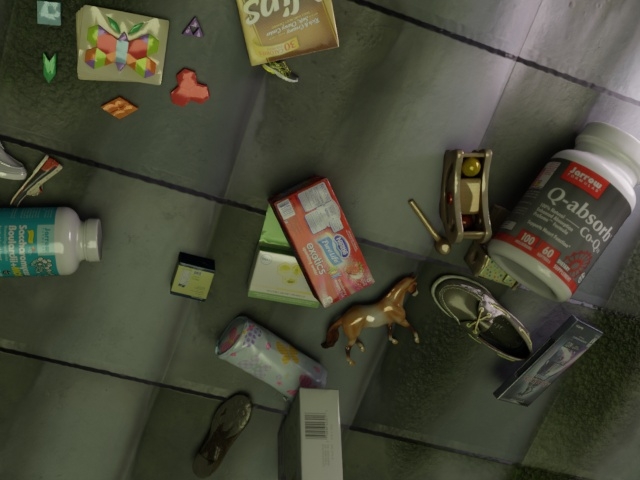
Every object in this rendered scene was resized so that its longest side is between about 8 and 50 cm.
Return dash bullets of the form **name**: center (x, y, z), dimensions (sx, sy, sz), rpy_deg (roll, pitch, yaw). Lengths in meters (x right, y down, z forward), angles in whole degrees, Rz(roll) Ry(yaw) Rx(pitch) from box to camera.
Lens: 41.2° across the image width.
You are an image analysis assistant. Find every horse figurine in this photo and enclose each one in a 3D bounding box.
- **horse figurine**: center (0.124, 0.197, 2.022), dimensions (0.263, 0.066, 0.174), rpy_deg (-17, 122, -3)

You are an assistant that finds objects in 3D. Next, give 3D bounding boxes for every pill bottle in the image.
- **pill bottle**: center (0.545, -0.065, 1.847), dimensions (0.210, 0.210, 0.363), rpy_deg (39, 84, -22)
- **pill bottle**: center (-0.596, 0.002, 1.780), dimensions (0.264, 0.146, 0.146), rpy_deg (-2, 115, -8)

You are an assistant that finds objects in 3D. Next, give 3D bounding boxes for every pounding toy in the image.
- **pounding toy**: center (0.286, -0.075, 1.871), dimensions (0.155, 0.154, 0.269), rpy_deg (-2, 114, -8)

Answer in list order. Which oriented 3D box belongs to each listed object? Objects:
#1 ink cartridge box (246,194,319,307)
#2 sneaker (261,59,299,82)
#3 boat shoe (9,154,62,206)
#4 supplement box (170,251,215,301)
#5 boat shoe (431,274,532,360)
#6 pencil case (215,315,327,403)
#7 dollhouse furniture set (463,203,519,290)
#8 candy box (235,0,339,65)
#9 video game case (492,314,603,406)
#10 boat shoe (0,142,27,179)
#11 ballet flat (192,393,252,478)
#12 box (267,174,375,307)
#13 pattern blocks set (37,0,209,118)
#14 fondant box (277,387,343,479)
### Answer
- **ink cartridge box**: center (-0.059, 0.028, 1.924), dimensions (0.171, 0.056, 0.235), rpy_deg (11, 114, -13)
- **sneaker**: center (-0.079, -0.354, 1.756), dimensions (0.083, 0.031, 0.035), rpy_deg (22, 109, -17)
- **boat shoe**: center (-0.597, -0.118, 1.781), dimensions (0.043, 0.049, 0.137), rpy_deg (38, 99, -24)
- **supplement box**: center (-0.288, 0.082, 1.912), dimensions (0.083, 0.056, 0.083), rpy_deg (15, 111, -15)
- **boat shoe**: center (0.394, 0.188, 2.043), dimensions (0.305, 0.091, 0.109), rpy_deg (35, 105, -21)
- **pencil case**: center (-0.113, 0.288, 2.003), dimensions (0.273, 0.113, 0.124), rpy_deg (37, 128, -22)
- **dollhouse furniture set**: center (0.458, 0.026, 1.972), dimensions (0.182, 0.101, 0.161), rpy_deg (19, 110, -16)
- **candy box**: center (-0.083, -0.517, 1.649), dimensions (0.183, 0.087, 0.316), rpy_deg (-13, 115, -3)
- **video game case**: center (0.566, 0.303, 2.106), dimensions (0.274, 0.026, 0.196), rpy_deg (-49, 144, 13)
- **boat shoe**: center (-0.682, -0.183, 1.733), dimensions (0.184, 0.066, 0.063), rpy_deg (26, 109, -8)
- **ballet flat**: center (-0.239, 0.482, 2.109), dimensions (0.084, 0.058, 0.250), rpy_deg (33, 103, 16)
- **box**: center (0.000, 0.000, 1.843), dimensions (0.128, 0.122, 0.256), rpy_deg (-27, 101, -6)
- **pattern blocks set**: center (-0.395, -0.383, 1.699), dimensions (0.325, 0.026, 0.285), rpy_deg (-6, 115, -5)
- **fondant box**: center (-0.030, 0.511, 1.970), dimensions (0.096, 0.238, 0.330), rpy_deg (4, 149, -10)
